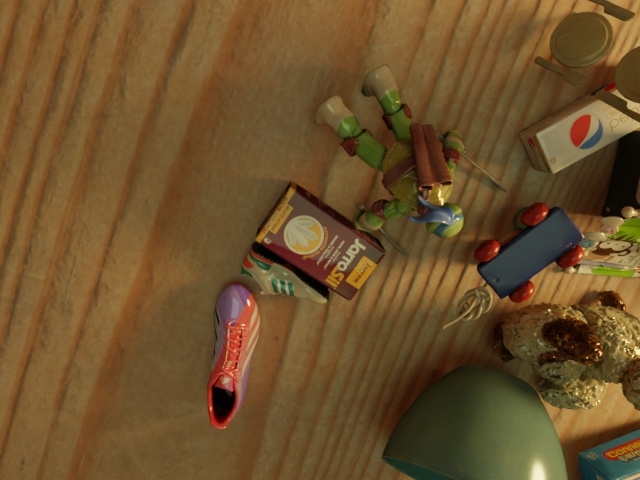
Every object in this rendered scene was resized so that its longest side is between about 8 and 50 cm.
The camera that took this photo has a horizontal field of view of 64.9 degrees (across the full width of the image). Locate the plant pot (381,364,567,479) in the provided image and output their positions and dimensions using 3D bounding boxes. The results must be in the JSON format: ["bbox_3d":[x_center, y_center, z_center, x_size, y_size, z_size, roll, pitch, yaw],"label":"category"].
[{"bbox_3d":[0.271,0.326,0.842,0.290,0.290,0.196,29,66,-9],"label":"plant pot"}]

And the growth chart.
[{"bbox_3d":[0.490,0.009,0.795,0.171,0.237,0.021,2,64,2],"label":"growth chart"}]

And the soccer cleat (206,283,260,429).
[{"bbox_3d":[-0.154,0.199,0.864,0.082,0.095,0.248,9,104,-4],"label":"soccer cleat"}]

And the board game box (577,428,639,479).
[{"bbox_3d":[0.654,0.498,0.941,0.301,0.086,0.309,-16,104,-10],"label":"board game box"}]

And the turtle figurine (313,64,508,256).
[{"bbox_3d":[0.122,-0.113,0.790,0.197,0.274,0.266,-37,83,30],"label":"turtle figurine"}]

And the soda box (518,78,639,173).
[{"bbox_3d":[0.435,-0.191,0.795,0.216,0.069,0.074,-29,103,6],"label":"soda box"}]

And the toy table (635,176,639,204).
[{"bbox_3d":[0.557,-0.127,0.628,0.274,0.252,0.161,-12,120,-11],"label":"toy table"}]

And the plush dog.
[{"bbox_3d":[0.415,0.165,0.830,0.225,0.262,0.211,13,70,-15],"label":"plush dog"}]

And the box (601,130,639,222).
[{"bbox_3d":[0.590,-0.091,0.805,0.206,0.108,0.153,3,105,-3],"label":"box"}]

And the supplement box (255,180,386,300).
[{"bbox_3d":[0.000,0.000,0.824,0.188,0.081,0.104,34,101,-10],"label":"supplement box"}]

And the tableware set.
[{"bbox_3d":[0.434,-0.267,0.744,0.194,0.039,0.128,42,101,23],"label":"tableware set"}]

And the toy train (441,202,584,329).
[{"bbox_3d":[0.284,0.039,0.819,0.248,0.143,0.105,-41,94,13],"label":"toy train"}]

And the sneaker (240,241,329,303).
[{"bbox_3d":[-0.063,0.070,0.861,0.161,0.057,0.075,32,118,-11],"label":"sneaker"}]
